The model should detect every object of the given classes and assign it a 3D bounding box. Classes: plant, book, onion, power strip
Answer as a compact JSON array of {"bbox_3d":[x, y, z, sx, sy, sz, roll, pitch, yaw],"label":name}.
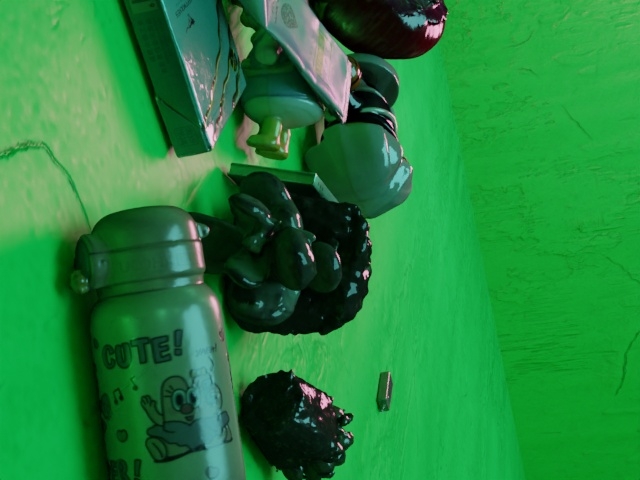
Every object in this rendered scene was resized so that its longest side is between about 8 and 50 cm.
[{"bbox_3d":[-0.020,0.189,1.115,0.143,0.094,0.092,56,18,-50],"label":"plant"},{"bbox_3d":[-0.033,0.015,1.044,0.274,0.146,0.149,24,62,-73],"label":"plant"},{"bbox_3d":[-0.034,-0.049,1.171,0.135,0.103,0.017,46,55,-66],"label":"book"},{"bbox_3d":[0.079,-0.354,1.611,0.248,0.248,0.161,-79,-173,-53],"label":"onion"},{"bbox_3d":[0.100,0.236,1.710,0.083,0.017,0.027,-77,153,-58],"label":"power strip"}]

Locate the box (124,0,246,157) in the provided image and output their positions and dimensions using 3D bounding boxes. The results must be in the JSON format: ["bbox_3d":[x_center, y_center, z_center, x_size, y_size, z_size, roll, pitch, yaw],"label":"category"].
[{"bbox_3d":[-0.130,-0.211,1.003,0.162,0.041,0.229,-74,152,-58],"label":"box"}]

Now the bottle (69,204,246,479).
[{"bbox_3d":[-0.121,0.081,0.785,0.110,0.097,0.209,-8,88,-33],"label":"bottle"}]

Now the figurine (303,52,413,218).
[{"bbox_3d":[0.051,-0.144,1.503,0.176,0.133,0.236,53,28,-45],"label":"figurine"}]

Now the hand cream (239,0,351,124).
[{"bbox_3d":[-0.030,-0.219,1.123,0.079,0.050,0.275,-61,143,-11],"label":"hand cream"}]

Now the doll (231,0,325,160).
[{"bbox_3d":[-0.048,-0.213,1.220,0.135,0.099,0.241,6,73,-46],"label":"doll"}]

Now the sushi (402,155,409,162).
[{"bbox_3d":[0.131,-0.130,1.949,0.061,0.060,0.118,75,16,-45],"label":"sushi"}]
